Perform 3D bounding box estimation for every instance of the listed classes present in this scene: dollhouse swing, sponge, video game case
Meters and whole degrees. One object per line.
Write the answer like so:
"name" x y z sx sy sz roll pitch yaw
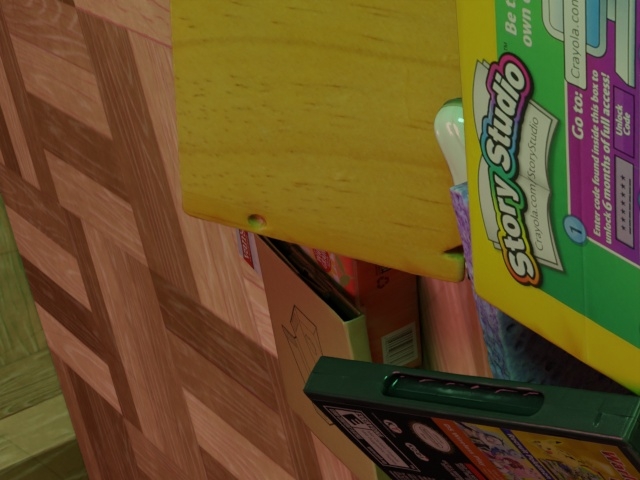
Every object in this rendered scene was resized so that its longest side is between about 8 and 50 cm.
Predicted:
"dollhouse swing" 0.025 -0.217 1.392 0.315 0.305 0.347 14 137 13
"sponge" 0.160 0.044 1.233 0.031 0.117 0.210 28 136 62
"video game case" 0.156 0.167 1.188 0.248 0.035 0.275 4 147 45

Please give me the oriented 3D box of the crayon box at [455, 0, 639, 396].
"crayon box" 0.206 -0.071 0.955 0.313 0.106 0.363 34 141 42

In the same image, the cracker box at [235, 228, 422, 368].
"cracker box" 0.000 0.000 1.663 0.232 0.067 0.156 46 152 43

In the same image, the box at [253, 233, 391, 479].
"box" 0.003 0.105 1.644 0.164 0.021 0.201 43 151 48

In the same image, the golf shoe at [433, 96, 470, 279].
"golf shoe" 0.125 -0.008 1.253 0.067 0.086 0.186 -8 121 51
